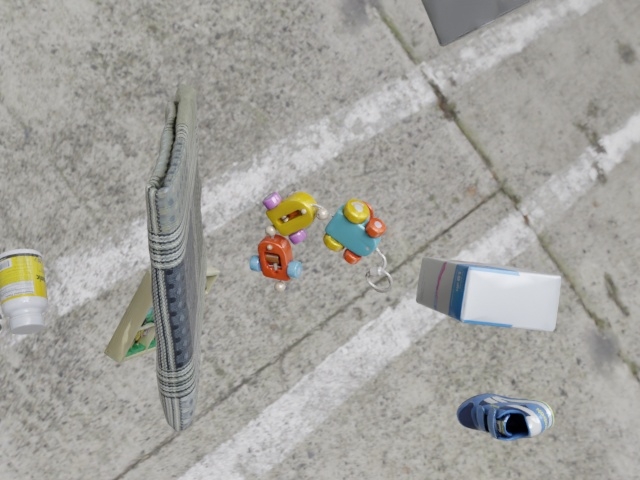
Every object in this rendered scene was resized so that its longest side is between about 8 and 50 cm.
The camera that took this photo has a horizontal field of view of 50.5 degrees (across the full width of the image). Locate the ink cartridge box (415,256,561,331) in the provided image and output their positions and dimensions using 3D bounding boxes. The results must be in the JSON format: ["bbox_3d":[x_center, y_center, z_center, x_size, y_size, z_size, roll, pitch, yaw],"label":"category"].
[{"bbox_3d":[0.152,0.047,0.637,0.089,0.122,0.052,7,90,-11],"label":"ink cartridge box"}]

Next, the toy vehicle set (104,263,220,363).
[{"bbox_3d":[-0.286,0.127,1.265,0.035,0.267,0.165,30,97,10],"label":"toy vehicle set"}]

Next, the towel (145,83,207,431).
[{"bbox_3d":[-0.176,0.005,0.823,0.056,0.312,0.324,-1,30,-5],"label":"towel"}]

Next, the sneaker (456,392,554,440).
[{"bbox_3d":[0.251,0.251,0.957,0.059,0.144,0.053,-20,95,-48],"label":"sneaker"}]

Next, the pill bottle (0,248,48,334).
[{"bbox_3d":[-0.437,0.076,0.997,0.065,0.065,0.116,-3,67,-32],"label":"pill bottle"}]

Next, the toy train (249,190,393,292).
[{"bbox_3d":[0.000,0.000,0.710,0.046,0.167,0.125,-55,142,-47],"label":"toy train"}]

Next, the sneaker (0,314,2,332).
[{"bbox_3d":[-0.476,0.200,0.733,0.130,0.147,0.330,33,34,-5],"label":"sneaker"}]

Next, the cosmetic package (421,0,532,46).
[{"bbox_3d":[0.159,-0.360,0.772,0.107,0.127,0.237,-39,107,-46],"label":"cosmetic package"}]
